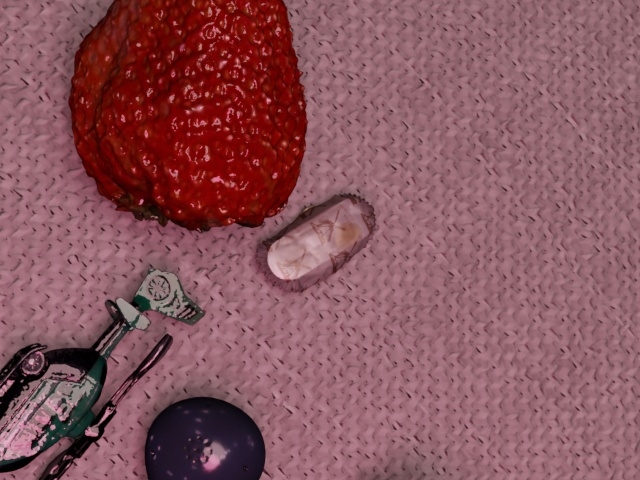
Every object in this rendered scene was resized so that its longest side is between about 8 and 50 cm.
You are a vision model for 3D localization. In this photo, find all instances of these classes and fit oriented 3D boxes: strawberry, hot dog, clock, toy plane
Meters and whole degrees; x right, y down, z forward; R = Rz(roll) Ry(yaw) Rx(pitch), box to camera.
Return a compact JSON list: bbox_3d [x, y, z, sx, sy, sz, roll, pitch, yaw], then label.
[{"bbox_3d":[-0.165,-0.185,1.456,0.312,0.267,0.351,10,119,-1],"label":"strawberry"},{"bbox_3d":[0.000,0.000,1.622,0.192,0.053,0.099,-36,94,-20],"label":"hot dog"},{"bbox_3d":[-0.156,0.324,1.480,0.200,0.146,0.243,10,79,8],"label":"clock"},{"bbox_3d":[-0.317,0.182,1.484,0.155,0.106,0.381,42,73,-13],"label":"toy plane"}]
